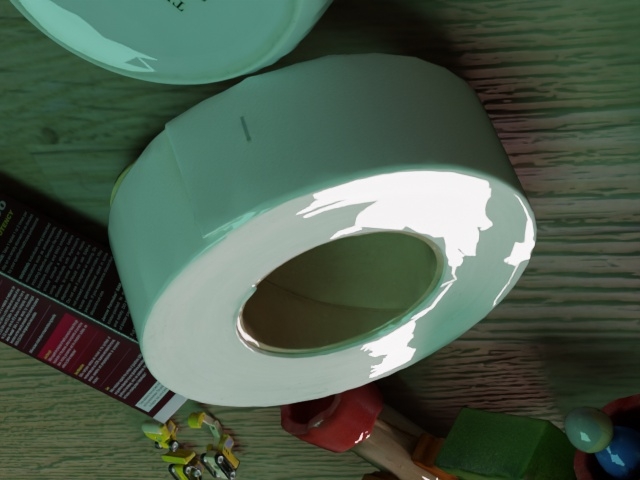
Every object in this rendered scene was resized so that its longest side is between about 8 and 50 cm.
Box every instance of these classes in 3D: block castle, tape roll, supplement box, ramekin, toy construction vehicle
[{"bbox_3d":[0.080,0.249,1.180,0.213,0.303,0.453,37,162,-30],"label":"block castle"},{"bbox_3d":[0.000,0.000,1.078,0.286,0.100,0.286,-15,149,-9],"label":"tape roll"},{"bbox_3d":[-0.209,0.058,1.343,0.239,0.073,0.130,28,149,-10],"label":"supplement box"},{"bbox_3d":[-0.094,-0.216,0.959,0.273,0.127,0.273,11,139,10],"label":"ramekin"},{"bbox_3d":[-0.121,0.200,1.514,0.086,0.035,0.098,-2,134,40],"label":"toy construction vehicle"}]

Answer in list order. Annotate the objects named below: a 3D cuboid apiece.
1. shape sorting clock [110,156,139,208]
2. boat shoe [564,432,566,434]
[{"bbox_3d":[-0.066,-0.011,1.243,0.206,0.040,0.206,11,143,9],"label":"shape sorting clock"},{"bbox_3d":[0.287,0.193,1.316,0.170,0.059,0.063,7,138,15],"label":"boat shoe"}]
